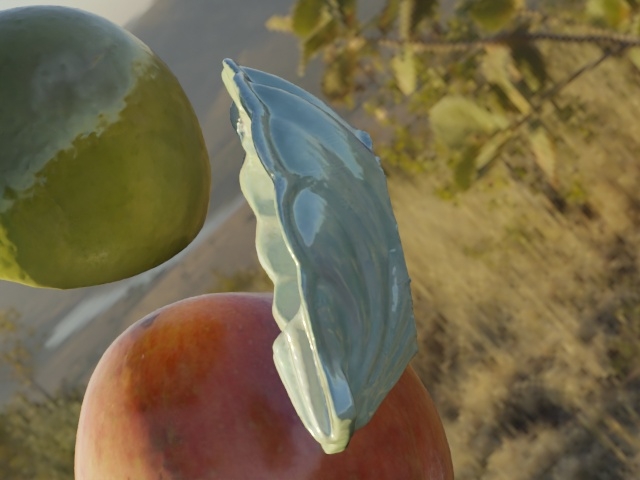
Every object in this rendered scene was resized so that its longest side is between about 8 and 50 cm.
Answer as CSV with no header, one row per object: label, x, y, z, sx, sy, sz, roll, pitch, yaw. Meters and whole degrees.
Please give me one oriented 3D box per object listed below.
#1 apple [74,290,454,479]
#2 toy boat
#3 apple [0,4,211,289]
apple,-0.061,0.213,1.384,0.364,0.364,0.364,-41,12,10
toy boat,0.000,0.000,1.023,0.100,0.290,0.199,-12,-19,-5
apple,-0.261,-0.076,1.249,0.295,0.233,0.258,-6,25,32
